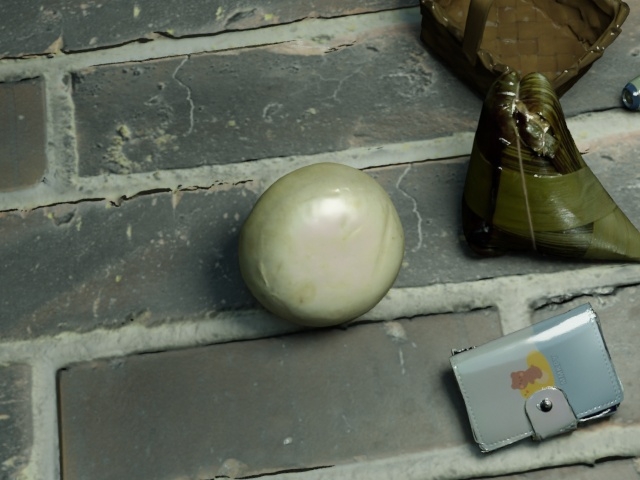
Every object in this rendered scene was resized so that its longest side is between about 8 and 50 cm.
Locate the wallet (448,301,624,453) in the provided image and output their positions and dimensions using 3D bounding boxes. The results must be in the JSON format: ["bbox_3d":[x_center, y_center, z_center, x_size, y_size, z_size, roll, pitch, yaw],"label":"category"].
[{"bbox_3d":[0.312,0.202,1.768,0.231,0.069,0.170,-20,86,0],"label":"wallet"}]

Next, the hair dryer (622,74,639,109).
[{"bbox_3d":[0.578,-0.257,1.875,0.167,0.199,0.067,-20,90,-28],"label":"hair dryer"}]

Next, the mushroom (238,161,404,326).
[{"bbox_3d":[0.000,0.000,1.811,0.246,0.202,0.246,-3,112,-8],"label":"mushroom"}]

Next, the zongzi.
[{"bbox_3d":[0.372,-0.092,1.769,0.317,0.289,0.154,12,53,5],"label":"zongzi"}]

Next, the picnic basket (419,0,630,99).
[{"bbox_3d":[0.307,-0.363,1.860,0.291,0.321,0.254,42,74,15],"label":"picnic basket"}]
